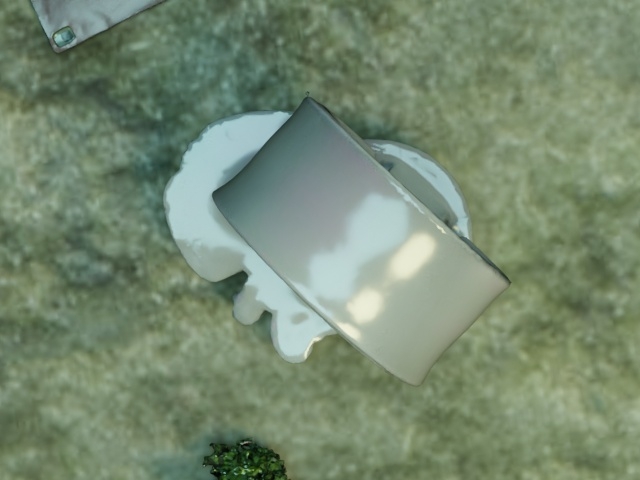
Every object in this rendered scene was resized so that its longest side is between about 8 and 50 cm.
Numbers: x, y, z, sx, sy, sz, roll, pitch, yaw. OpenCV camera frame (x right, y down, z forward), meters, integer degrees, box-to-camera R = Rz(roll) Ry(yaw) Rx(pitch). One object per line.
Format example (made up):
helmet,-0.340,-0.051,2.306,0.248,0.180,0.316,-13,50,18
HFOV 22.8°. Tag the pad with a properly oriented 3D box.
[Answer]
pad,-0.200,-0.256,1.263,0.113,0.006,0.188,-26,89,5

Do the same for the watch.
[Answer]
watch,0.000,0.000,1.151,0.244,0.231,0.196,42,96,-2

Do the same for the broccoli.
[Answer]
broccoli,-0.060,0.210,1.232,0.092,0.095,0.097,-6,99,-10
